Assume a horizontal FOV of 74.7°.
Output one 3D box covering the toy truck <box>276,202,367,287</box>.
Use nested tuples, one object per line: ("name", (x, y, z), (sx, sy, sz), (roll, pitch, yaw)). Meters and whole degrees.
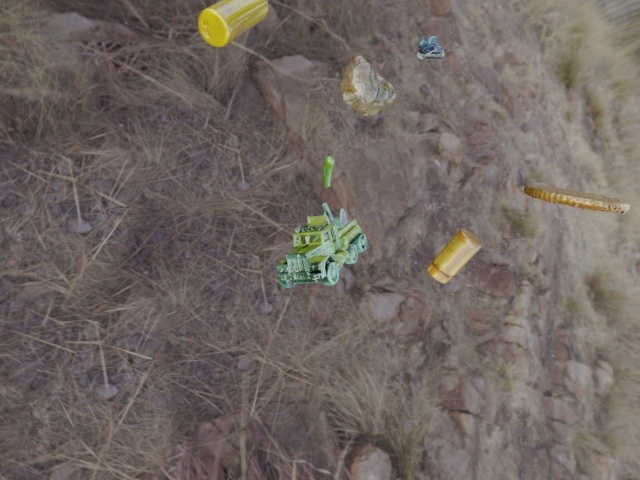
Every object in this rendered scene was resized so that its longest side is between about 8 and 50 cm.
("toy truck", (-0.001, 0.004, 0.906), (0.259, 0.129, 0.135), (-44, 124, -57))

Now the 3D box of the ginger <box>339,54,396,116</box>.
("ginger", (0.101, -0.307, 0.861), (0.204, 0.080, 0.104), (-12, 100, -65))

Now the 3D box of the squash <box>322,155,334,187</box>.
("squash", (0.017, -0.163, 1.001), (0.027, 0.089, 0.027), (5, 45, -5))

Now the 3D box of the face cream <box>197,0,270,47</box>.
("face cream", (-0.176, -0.532, 0.969), (0.078, 0.078, 0.273), (50, 45, -23))

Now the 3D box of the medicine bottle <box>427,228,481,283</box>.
("medicine bottle", (0.479, 0.057, 1.504), (0.096, 0.191, 0.096), (26, 28, -15))

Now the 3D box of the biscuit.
("biscuit", (0.674, -0.111, 1.117), (0.254, 0.254, 0.035), (-8, 113, -44))

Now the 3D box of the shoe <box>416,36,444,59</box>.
("shoe", (0.358, -0.621, 1.357), (0.064, 0.143, 0.071), (-4, 116, -6))
